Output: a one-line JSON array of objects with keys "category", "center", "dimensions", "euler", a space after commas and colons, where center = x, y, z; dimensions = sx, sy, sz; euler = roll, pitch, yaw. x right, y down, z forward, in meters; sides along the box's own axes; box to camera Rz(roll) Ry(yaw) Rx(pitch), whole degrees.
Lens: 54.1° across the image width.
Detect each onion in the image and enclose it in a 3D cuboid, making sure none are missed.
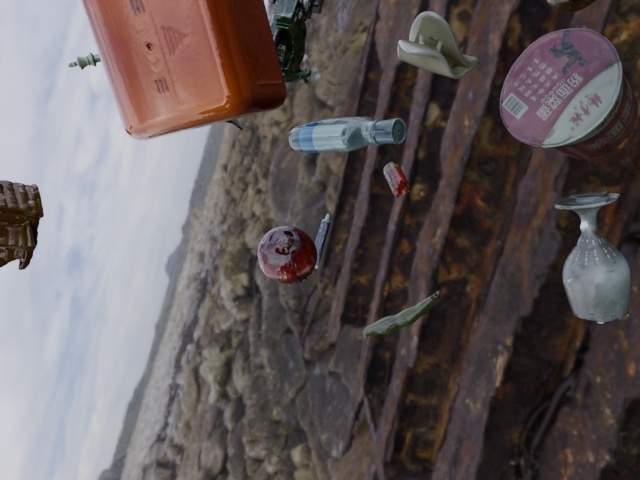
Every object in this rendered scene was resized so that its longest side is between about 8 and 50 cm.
[{"category": "onion", "center": [-0.071, 0.032, 1.336], "dimensions": [0.131, 0.131, 0.131], "euler": [-167, 90, -80]}]

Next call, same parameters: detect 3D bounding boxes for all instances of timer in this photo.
[{"category": "timer", "center": [-0.211, -0.282, 0.897], "dimensions": [0.161, 0.250, 0.257], "euler": [-53, -48, -62]}]

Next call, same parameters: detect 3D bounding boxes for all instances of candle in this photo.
[{"category": "candle", "center": [0.207, -0.159, 1.686], "dimensions": [0.130, 0.052, 0.051], "euler": [-105, 28, -51]}]

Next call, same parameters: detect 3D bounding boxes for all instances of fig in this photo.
[{"category": "fig", "center": [0.686, -0.638, 1.573], "dimensions": [0.124, 0.237, 0.124], "euler": [175, 90, -85]}]

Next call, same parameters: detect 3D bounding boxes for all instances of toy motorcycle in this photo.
[{"category": "toy motorcycle", "center": [-0.062, -0.441, 1.315], "dimensions": [0.187, 0.125, 0.274], "euler": [91, -167, -67]}]

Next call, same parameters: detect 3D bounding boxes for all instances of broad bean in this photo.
[{"category": "broad bean", "center": [0.272, 0.256, 2.061], "dimensions": [0.060, 0.298, 0.043], "euler": [64, -168, 10]}]

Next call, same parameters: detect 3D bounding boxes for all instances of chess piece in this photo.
[{"category": "chess piece", "center": [-0.648, -0.520, 1.795], "dimensions": [0.059, 0.149, 0.059], "euler": [164, 90, -85]}]

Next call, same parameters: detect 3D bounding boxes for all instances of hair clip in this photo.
[{"category": "hair clip", "center": [0.279, -0.466, 1.549], "dimensions": [0.113, 0.173, 0.282], "euler": [-66, -21, 5]}]

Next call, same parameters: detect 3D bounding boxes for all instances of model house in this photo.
[{"category": "model house", "center": [-0.885, -0.045, 1.754], "dimensions": [0.199, 0.229, 0.219], "euler": [61, 178, 44]}]

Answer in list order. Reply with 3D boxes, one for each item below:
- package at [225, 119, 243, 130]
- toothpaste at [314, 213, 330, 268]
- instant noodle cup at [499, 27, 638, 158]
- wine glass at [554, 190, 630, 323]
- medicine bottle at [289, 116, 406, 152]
[{"category": "package", "center": [-0.290, -0.363, 1.431], "dimensions": [0.062, 0.251, 0.203], "euler": [-39, 62, 25]}, {"category": "toothpaste", "center": [0.000, 0.000, 1.558], "dimensions": [0.037, 0.021, 0.139], "euler": [17, 89, 41]}, {"category": "instant noodle cup", "center": [0.500, -0.270, 1.227], "dimensions": [0.235, 0.179, 0.234], "euler": [-14, 69, 42]}, {"category": "wine glass", "center": [0.532, 0.032, 1.221], "dimensions": [0.126, 0.127, 0.241], "euler": [-141, 37, -79]}, {"category": "medicine bottle", "center": [0.046, -0.179, 1.056], "dimensions": [0.209, 0.090, 0.053], "euler": [4, 114, 41]}]
